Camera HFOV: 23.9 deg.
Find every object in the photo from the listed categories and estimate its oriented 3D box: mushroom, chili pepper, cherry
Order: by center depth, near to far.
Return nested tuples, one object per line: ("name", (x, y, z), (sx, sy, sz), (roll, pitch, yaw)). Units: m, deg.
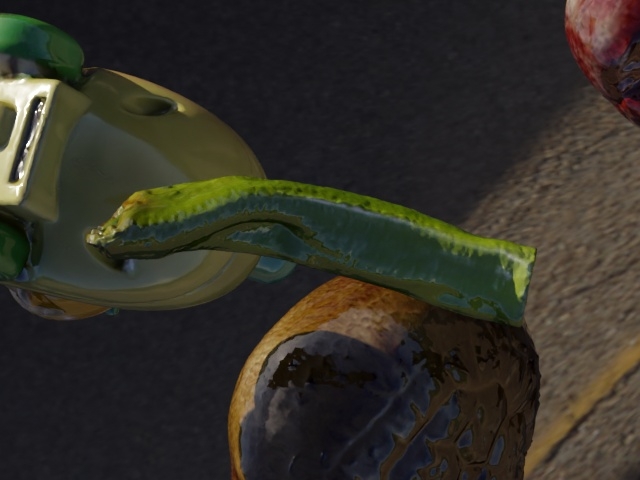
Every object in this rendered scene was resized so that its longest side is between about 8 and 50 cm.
("chili pepper", (0.000, 0.000, 0.655), (0.201, 0.052, 0.050), (10, 77, -14))
("mushroom", (0.052, 0.128, 1.024), (0.153, 0.253, 0.253), (24, 108, 38))
("cherry", (0.364, -0.221, 1.521), (0.230, 0.300, 0.203), (32, 123, 1))

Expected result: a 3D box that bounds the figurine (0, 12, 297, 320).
("figurine", (-0.167, -0.025, 0.841), (0.324, 0.222, 0.124), (3, 75, 36))
